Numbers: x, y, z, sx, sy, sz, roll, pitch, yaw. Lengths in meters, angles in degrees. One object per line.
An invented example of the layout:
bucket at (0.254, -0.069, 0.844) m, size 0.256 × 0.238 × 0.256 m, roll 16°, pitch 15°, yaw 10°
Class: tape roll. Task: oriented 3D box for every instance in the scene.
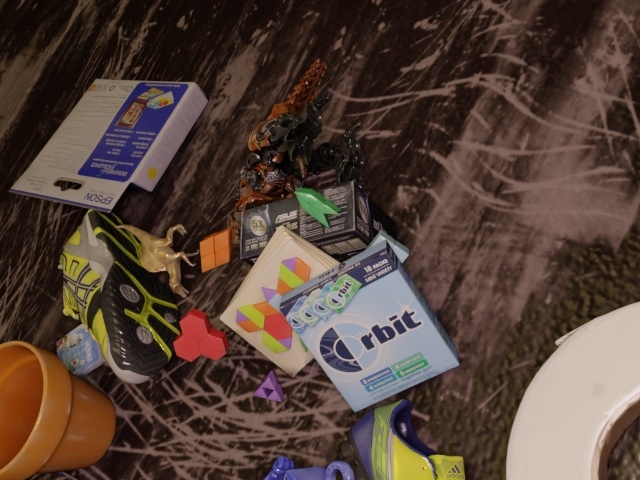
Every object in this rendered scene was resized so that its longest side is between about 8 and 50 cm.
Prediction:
tape roll at (0.382, 0.245, 0.701) m, size 0.392 × 0.072 × 0.392 m, roll -14°, pitch 61°, yaw 26°

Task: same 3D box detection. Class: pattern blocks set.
pattern blocks set at (-0.041, 0.087, 0.944) m, size 0.285 × 0.026 × 0.325 m, roll 26°, pitch 117°, yaw 1°

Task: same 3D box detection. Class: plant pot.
plant pot at (-0.434, 0.282, 1.108) m, size 0.205 × 0.188 × 0.205 m, roll -13°, pitch 61°, yaw 25°

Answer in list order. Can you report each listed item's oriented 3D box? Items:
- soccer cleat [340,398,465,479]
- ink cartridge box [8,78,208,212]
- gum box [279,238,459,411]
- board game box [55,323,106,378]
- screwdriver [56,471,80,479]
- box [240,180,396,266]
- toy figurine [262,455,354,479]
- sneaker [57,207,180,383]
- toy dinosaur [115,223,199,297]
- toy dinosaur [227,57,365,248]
soccer cleat at (0.132, 0.310, 0.811) m, size 0.121 × 0.093 × 0.289 m, roll -37°, pitch 54°, yaw 3°
ink cartridge box at (-0.406, -0.181, 1.361) m, size 0.303 × 0.072 × 0.307 m, roll 11°, pitch 64°, yaw 33°
gum box at (0.063, 0.113, 0.898) m, size 0.157 × 0.184 × 0.041 m, roll -29°, pitch 20°, yaw 17°
board game box at (-0.426, 0.197, 1.251) m, size 0.090 × 0.020 × 0.090 m, roll -34°, pitch 54°, yaw 12°
screwdriver at (-0.413, 0.388, 1.155) m, size 0.170 × 0.024 × 0.025 m, roll 18°, pitch 107°, yaw 29°
box at (0.000, 0.000, 1.005) m, size 0.180 × 0.147 × 0.078 m, roll -14°, pitch 61°, yaw 26°
toy figurine at (-0.018, 0.353, 0.775) m, size 0.362 × 0.191 × 0.217 m, roll 33°, pitch 97°, yaw 47°
sneaker at (-0.349, 0.106, 1.189) m, size 0.147 × 0.145 × 0.385 m, roll -47°, pitch 41°, yaw 13°
toy dinosaur at (-0.269, 0.009, 1.197) m, size 0.092 × 0.053 × 0.183 m, roll -38°, pitch 74°, yaw -18°
toy dinosaur at (-0.058, -0.143, 1.118) m, size 0.218 × 0.164 × 0.322 m, roll 2°, pitch 90°, yaw 49°
